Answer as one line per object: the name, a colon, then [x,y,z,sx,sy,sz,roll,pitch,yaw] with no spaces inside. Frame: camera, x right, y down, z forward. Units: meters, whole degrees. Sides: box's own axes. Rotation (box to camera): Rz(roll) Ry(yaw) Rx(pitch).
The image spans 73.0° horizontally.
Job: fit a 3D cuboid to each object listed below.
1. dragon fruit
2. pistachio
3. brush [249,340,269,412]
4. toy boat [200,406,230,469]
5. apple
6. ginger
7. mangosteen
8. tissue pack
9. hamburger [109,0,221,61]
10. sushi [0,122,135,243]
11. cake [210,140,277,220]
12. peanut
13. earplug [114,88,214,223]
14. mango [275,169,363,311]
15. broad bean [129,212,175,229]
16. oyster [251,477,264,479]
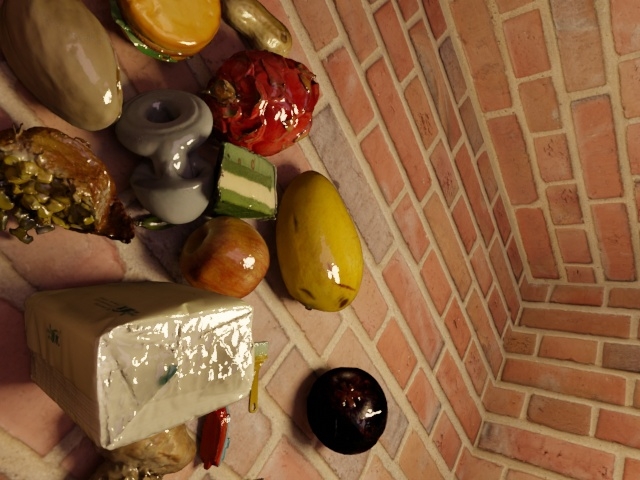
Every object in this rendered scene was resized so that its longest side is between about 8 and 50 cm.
dragon fruit: [-0.156,-0.360,1.143,0.343,0.278,0.277,-16,101,-51]
pistachio: [-0.501,-0.352,0.842,0.197,0.166,0.287,-22,107,-7]
brush: [-0.191,0.401,1.267,0.083,0.011,0.205,8,84,-48]
toy boat: [-0.271,0.504,1.135,0.059,0.069,0.172,20,74,-67]
apple: [-0.237,0.044,1.078,0.188,0.211,0.211,41,60,-39]
ginger: [-0.407,0.495,0.919,0.245,0.155,0.303,40,60,-41]
mangosteen: [0.080,0.557,1.397,0.233,0.288,0.287,-3,91,-38]
tissue pack: [-0.348,0.199,0.830,0.297,0.381,0.207,-3,95,-49]
hamburger: [-0.361,-0.531,0.993,0.246,0.170,0.245,-1,93,-35]
sushi: [-0.513,-0.097,0.833,0.296,0.167,0.179,53,30,-41]
cake: [-0.238,-0.137,1.064,0.284,0.172,0.157,12,76,-73]
peanut: [-0.179,-0.609,1.239,0.236,0.110,0.120,28,82,-42]
earplug: [-0.344,-0.200,0.989,0.214,0.175,0.325,-9,83,-11]
mango: [0.000,0.000,1.337,0.302,0.221,0.444,-3,88,-45]
broad bean: [-0.359,-0.077,1.078,0.227,0.039,0.069,-34,107,-42]
oyster: [-0.216,0.709,1.198,0.166,0.053,0.108,21,100,-53]
